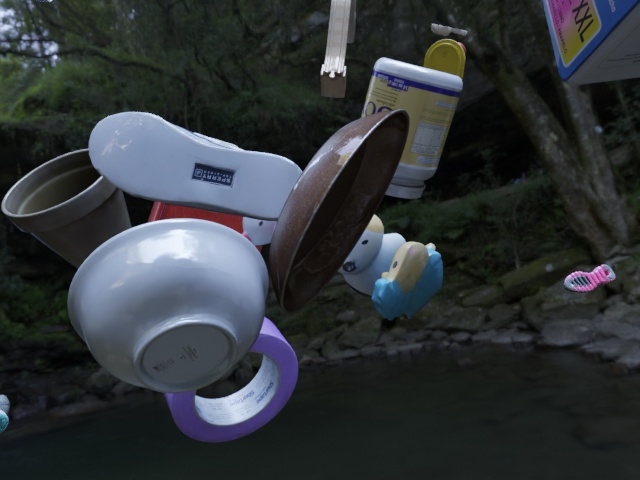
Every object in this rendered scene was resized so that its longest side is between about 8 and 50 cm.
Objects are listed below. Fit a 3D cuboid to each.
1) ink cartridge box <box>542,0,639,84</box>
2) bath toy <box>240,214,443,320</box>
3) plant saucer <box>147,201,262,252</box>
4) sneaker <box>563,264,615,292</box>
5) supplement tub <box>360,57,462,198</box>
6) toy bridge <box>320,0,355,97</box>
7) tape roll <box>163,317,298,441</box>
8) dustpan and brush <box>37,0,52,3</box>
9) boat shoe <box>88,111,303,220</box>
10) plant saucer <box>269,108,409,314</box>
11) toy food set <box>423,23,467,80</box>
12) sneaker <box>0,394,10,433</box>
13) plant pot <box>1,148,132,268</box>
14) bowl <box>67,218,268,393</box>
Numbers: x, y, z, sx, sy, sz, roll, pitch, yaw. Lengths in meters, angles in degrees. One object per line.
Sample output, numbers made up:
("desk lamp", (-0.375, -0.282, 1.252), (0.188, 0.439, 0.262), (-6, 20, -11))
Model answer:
("ink cartridge box", (0.331, -0.257, 0.288), (0.270, 0.151, 0.395), (-8, -11, -4))
("bath toy", (0.000, 0.000, 0.779), (0.129, 0.151, 0.348), (-38, 41, -26))
("plant saucer", (-0.238, -0.067, 1.169), (0.259, 0.258, 0.047), (16, -9, 3))
("sneaker", (0.559, 0.089, 1.147), (0.120, 0.047, 0.057), (-11, -23, -16))
("supplement tub", (0.223, -0.302, 1.471), (0.241, 0.331, 0.241), (13, 19, -4))
("toy bridge", (0.023, -0.232, 0.556), (0.026, 0.188, 0.063), (5, -30, 5))
("tape roll", (-0.188, 0.287, 1.145), (0.275, 0.274, 0.090), (-8, 29, -27))
("dustpan and brush", (-0.542, -0.442, 0.844), (0.148, 0.060, 0.211), (11, -24, 11))
("boat shoe", (-0.135, -0.080, 0.635), (0.268, 0.096, 0.088), (11, -4, 10))
("plant saucer", (0.011, -0.029, 0.469), (0.036, 0.198, 0.198), (30, 5, 14))
("toy food set", (0.383, -0.529, 1.636), (0.128, 0.217, 0.071), (17, 20, 31))
("sneaker", (-0.619, 0.302, 0.933), (0.167, 0.064, 0.076), (1, 21, -13))
("plant pot", (-0.700, -0.070, 1.604), (0.324, 0.323, 0.280), (-12, -50, 9))
("bowl", (-0.203, 0.124, 0.789), (0.298, 0.297, 0.134), (-13, 40, -16))
